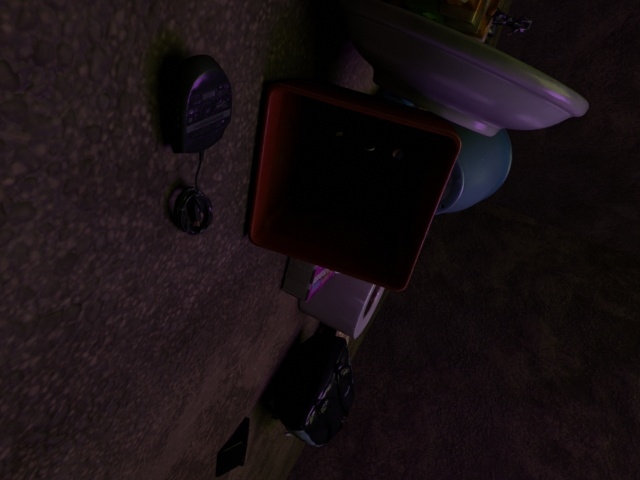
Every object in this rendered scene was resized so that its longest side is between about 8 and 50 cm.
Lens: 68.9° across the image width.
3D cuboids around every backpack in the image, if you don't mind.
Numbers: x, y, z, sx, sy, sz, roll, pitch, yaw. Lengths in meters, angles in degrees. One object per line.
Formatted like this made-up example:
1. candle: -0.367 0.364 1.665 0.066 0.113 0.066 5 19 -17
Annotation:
1. backpack: -0.016 0.472 1.416 0.290 0.273 0.355 -60 141 -27

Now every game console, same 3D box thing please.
1. game console: -0.226 0.534 1.207 0.107 0.071 0.122 -94 -166 -53

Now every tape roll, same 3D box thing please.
1. tape roll: 0.073 0.118 1.267 0.246 0.169 0.246 -56 162 -29

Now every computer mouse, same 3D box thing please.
1. computer mouse: -0.145 -0.096 0.528 0.071 0.041 0.242 -37 156 -42

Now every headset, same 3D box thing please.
1. headset: 0.536 -0.654 1.535 0.394 0.185 0.243 -36 138 -86

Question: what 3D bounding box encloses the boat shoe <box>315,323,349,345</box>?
1. boat shoe: 0.031 0.330 1.581 0.110 0.122 0.341 13 100 -36

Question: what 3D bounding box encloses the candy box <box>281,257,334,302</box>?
1. candy box: 0.000 0.000 1.043 0.159 0.071 0.233 -39 150 -57

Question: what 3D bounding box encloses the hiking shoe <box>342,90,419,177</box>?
1. hiking shoe: 0.142 -0.262 1.035 0.304 0.113 0.132 -59 164 -20

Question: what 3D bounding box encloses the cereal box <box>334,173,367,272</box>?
1. cereal box: 0.091 -0.038 1.036 0.240 0.047 0.173 -63 164 3

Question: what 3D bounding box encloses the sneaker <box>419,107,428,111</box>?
1. sneaker: 0.250 -0.347 1.308 0.225 0.088 0.092 -28 150 -40

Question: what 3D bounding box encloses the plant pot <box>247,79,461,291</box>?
1. plant pot: 0.059 -0.121 0.773 0.235 0.267 0.267 -63 169 -56

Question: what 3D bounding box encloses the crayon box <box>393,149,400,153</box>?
1. crayon box: 0.327 -0.373 1.519 0.318 0.081 0.202 -32 144 -61

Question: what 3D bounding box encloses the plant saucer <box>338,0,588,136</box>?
1. plant saucer: 0.197 -0.251 0.727 0.400 0.400 0.100 -30 147 -64

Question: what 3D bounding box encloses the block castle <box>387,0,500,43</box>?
1. block castle: 0.182 -0.478 0.677 0.453 0.213 0.303 -33 145 -64

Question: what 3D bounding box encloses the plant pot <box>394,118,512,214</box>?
1. plant pot: 0.306 -0.185 1.169 0.255 0.272 0.271 -33 145 -48
